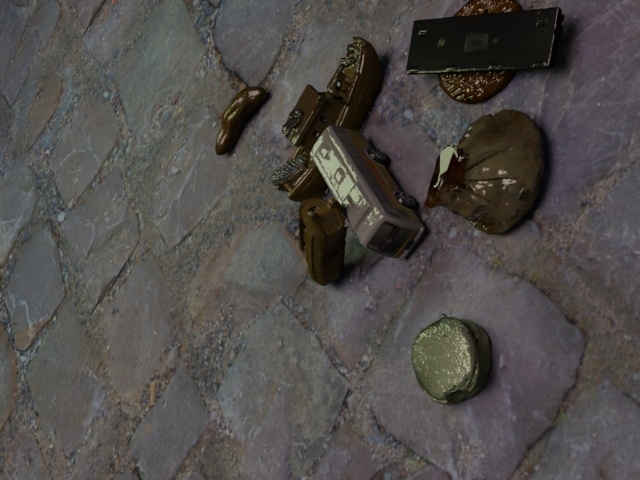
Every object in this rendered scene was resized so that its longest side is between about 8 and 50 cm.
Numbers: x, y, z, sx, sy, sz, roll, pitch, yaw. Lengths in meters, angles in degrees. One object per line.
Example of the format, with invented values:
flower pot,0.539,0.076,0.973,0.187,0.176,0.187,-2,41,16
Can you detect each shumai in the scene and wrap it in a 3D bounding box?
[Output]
shumai,0.238,-0.114,1.693,0.201,0.120,0.201,-23,60,48

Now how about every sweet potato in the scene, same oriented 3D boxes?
sweet potato,-0.175,-0.253,2.299,0.182,0.054,0.053,-54,33,27

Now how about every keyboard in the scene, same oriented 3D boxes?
keyboard,0.255,-0.315,1.770,0.317,0.027,0.106,9,88,52

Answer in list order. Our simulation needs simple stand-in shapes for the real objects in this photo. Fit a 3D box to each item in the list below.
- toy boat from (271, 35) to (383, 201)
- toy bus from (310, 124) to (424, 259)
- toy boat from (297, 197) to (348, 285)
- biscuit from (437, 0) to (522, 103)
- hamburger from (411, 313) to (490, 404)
toy boat,0.006,-0.219,2.013,0.321,0.121,0.089,-62,34,16
toy bus,0.076,-0.086,1.892,0.092,0.106,0.268,-55,43,28
toy boat,0.000,0.000,1.906,0.088,0.068,0.226,49,159,25
biscuit,0.256,-0.313,1.811,0.187,0.027,0.188,-19,64,46
hamburger,0.194,0.181,1.692,0.140,0.062,0.133,-23,62,42
